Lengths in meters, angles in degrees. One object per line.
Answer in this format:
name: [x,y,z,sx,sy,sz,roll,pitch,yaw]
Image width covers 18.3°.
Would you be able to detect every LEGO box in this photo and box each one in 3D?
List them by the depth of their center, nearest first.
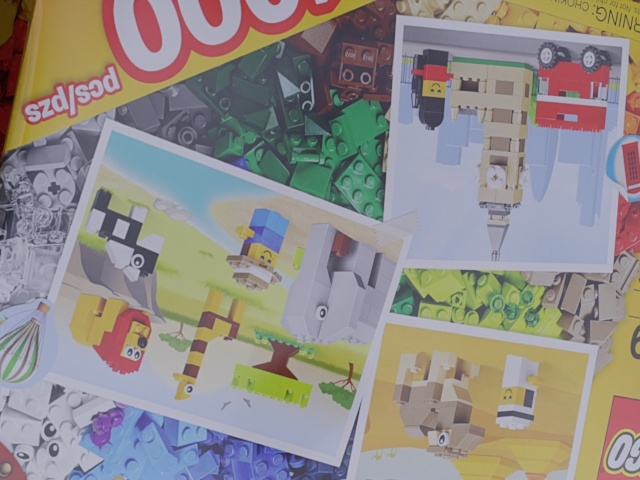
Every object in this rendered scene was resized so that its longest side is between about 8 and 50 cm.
LEGO box: [0.000,0.000,1.189,0.500,0.193,0.372,11,90,-31]
